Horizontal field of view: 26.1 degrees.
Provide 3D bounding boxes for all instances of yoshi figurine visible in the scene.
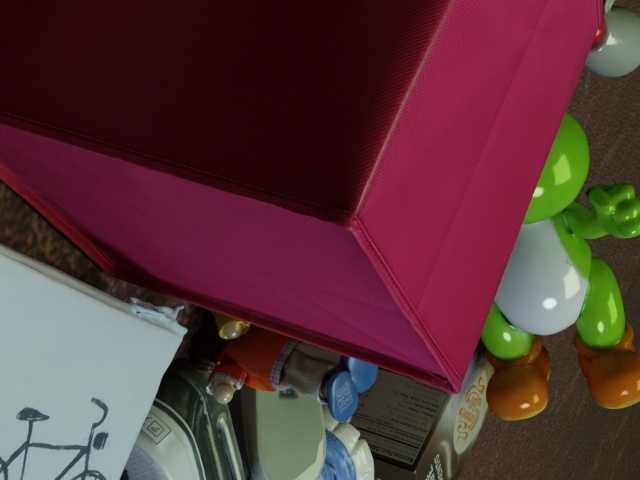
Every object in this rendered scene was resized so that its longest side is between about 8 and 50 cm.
[{"bbox_3d":[0.194,0.003,1.261,0.203,0.203,0.362,-30,117,-28],"label":"yoshi figurine"}]

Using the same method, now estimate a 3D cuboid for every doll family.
[{"bbox_3d":[0.000,0.000,0.941,0.263,0.163,0.118,-40,128,-38],"label":"doll family"}]

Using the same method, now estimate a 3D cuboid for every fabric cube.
[{"bbox_3d":[-0.011,-0.102,0.759,0.258,0.254,0.259,-67,157,-15],"label":"fabric cube"}]

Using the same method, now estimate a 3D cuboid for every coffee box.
[{"bbox_3d":[0.111,0.162,1.432,0.246,0.098,0.141,-59,152,-31],"label":"coffee box"}]

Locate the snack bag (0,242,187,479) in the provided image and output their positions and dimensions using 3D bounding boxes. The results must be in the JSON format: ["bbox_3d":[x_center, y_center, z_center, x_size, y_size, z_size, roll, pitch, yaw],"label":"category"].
[{"bbox_3d":[-0.215,0.155,0.716,0.323,0.037,0.342,35,75,-62],"label":"snack bag"}]

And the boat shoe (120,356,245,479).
[{"bbox_3d":[-0.087,0.237,0.989,0.119,0.121,0.335,-40,139,-46],"label":"boat shoe"}]

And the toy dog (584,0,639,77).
[{"bbox_3d":[0.203,-0.264,1.281,0.334,0.220,0.161,58,21,-71],"label":"toy dog"}]

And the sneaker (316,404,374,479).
[{"bbox_3d":[-0.044,0.293,1.169,0.147,0.130,0.330,-31,131,-40],"label":"sneaker"}]

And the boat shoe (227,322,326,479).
[{"bbox_3d":[-0.046,0.077,1.028,0.079,0.081,0.227,6,75,-33],"label":"boat shoe"}]

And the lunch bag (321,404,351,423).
[{"bbox_3d":[0.003,0.138,1.222,0.083,0.053,0.071,-96,-162,-81],"label":"lunch bag"}]
